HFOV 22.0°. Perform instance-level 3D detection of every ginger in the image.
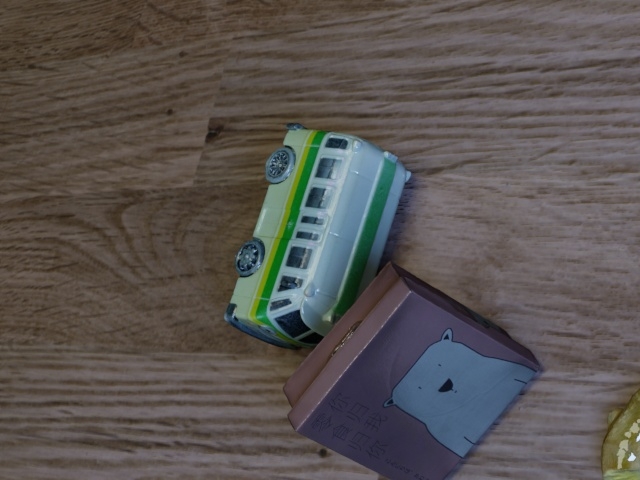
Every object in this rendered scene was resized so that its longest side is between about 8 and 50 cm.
[{"bbox_3d":[0.387,0.137,1.683,0.299,0.065,0.118,-50,29,12],"label":"ginger"}]

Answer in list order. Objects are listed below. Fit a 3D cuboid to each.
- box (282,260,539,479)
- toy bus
[{"bbox_3d":[0.098,0.158,1.857,0.215,0.215,0.086,-52,31,13],"label":"box"},{"bbox_3d":[0.000,0.000,2.094,0.164,0.133,0.276,5,74,47],"label":"toy bus"}]
